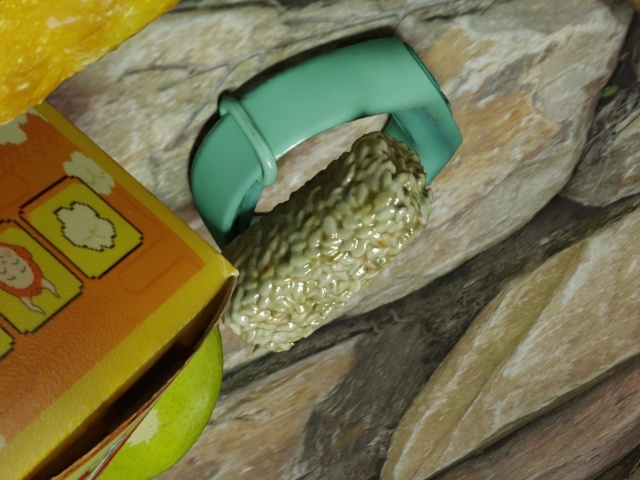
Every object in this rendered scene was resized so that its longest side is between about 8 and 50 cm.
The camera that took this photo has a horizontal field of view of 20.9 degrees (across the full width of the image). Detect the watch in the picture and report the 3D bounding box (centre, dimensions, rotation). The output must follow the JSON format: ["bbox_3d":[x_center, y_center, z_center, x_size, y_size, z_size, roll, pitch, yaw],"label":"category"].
[{"bbox_3d":[0.001,-0.057,1.203,0.195,0.068,0.237,-33,162,2],"label":"watch"}]

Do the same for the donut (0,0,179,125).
[{"bbox_3d":[-0.127,-0.176,0.726,0.303,0.110,0.303,-31,158,-14],"label":"donut"}]

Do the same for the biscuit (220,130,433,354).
[{"bbox_3d":[0.000,0.000,1.122,0.168,0.082,0.070,-40,135,26],"label":"biscuit"}]

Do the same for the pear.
[{"bbox_3d":[-0.152,0.079,1.142,0.180,0.166,0.216,0,177,0],"label":"pear"}]

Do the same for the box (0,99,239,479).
[{"bbox_3d":[-0.230,0.095,0.891,0.283,0.214,0.259,-52,177,34],"label":"box"}]
